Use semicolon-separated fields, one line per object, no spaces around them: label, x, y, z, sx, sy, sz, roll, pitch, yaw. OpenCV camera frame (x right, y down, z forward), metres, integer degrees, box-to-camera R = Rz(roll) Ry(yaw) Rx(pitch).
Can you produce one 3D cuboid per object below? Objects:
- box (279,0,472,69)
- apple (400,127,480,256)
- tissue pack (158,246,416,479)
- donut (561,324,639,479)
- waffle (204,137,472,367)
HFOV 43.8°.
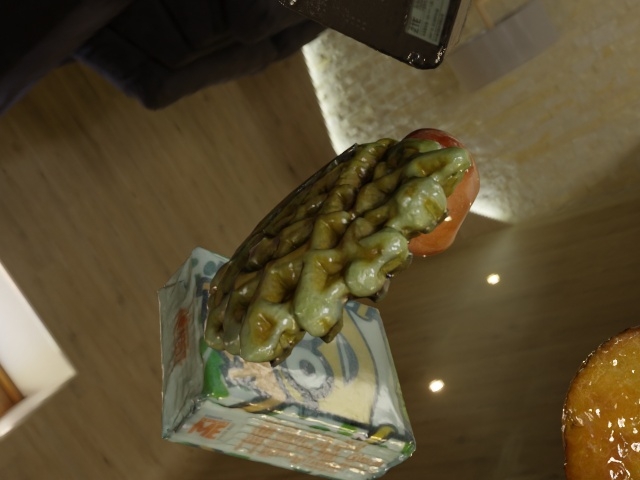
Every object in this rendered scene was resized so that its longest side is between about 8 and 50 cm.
box;0.062;-0.329;0.715;0.058;0.211;0.350;-54;165;-34
apple;0.164;-0.071;1.253;0.201;0.162;0.201;-53;177;-4
tissue pack;-0.046;0.163;1.006;0.128;0.311;0.228;-45;-141;30
donut;0.357;0.191;0.781;0.253;0.253;0.118;-32;178;-3
waffle;-0.002;-0.002;0.582;0.223;0.054;0.204;-43;-158;-5
